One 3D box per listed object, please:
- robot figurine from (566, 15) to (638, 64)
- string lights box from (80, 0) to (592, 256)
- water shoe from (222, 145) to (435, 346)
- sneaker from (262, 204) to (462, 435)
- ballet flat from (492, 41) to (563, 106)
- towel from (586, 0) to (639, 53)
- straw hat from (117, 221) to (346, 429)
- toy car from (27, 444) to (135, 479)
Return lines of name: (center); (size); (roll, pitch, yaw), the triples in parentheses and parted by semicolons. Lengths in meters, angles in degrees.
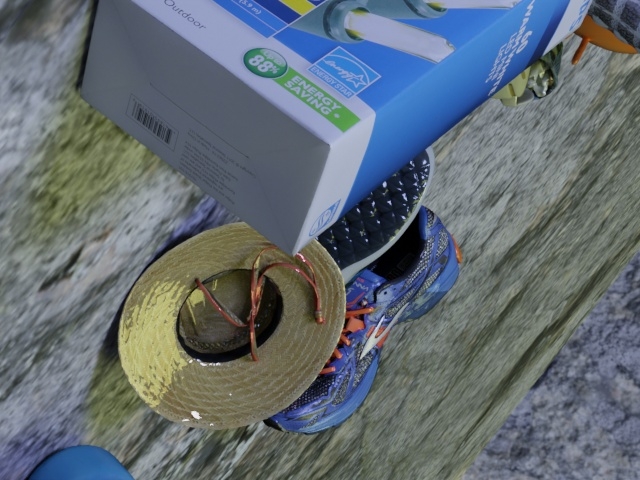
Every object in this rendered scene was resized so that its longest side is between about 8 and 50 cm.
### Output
robot figurine: (0.233, -0.223, 1.222); (0.128, 0.158, 0.219); (11, 118, -48)
string lights box: (0.022, -0.114, 0.852); (0.260, 0.133, 0.076); (-40, 159, -40)
water shoe: (0.000, 0.000, 1.190); (0.203, 0.073, 0.080); (-51, -174, 10)
sneaker: (0.022, 0.054, 1.347); (0.221, 0.083, 0.087); (-52, 152, -21)
ballet flat: (0.136, -0.128, 1.249); (0.070, 0.070, 0.188); (-56, 162, 13)
towel: (0.257, -0.242, 1.060); (0.283, 0.235, 0.121); (-56, 159, 11)
straw hat: (-0.059, 0.041, 1.081); (0.144, 0.144, 0.061); (-56, -154, 12)
toy car: (-0.178, 0.212, 0.974); (0.210, 0.219, 0.238); (-53, 136, 0)
